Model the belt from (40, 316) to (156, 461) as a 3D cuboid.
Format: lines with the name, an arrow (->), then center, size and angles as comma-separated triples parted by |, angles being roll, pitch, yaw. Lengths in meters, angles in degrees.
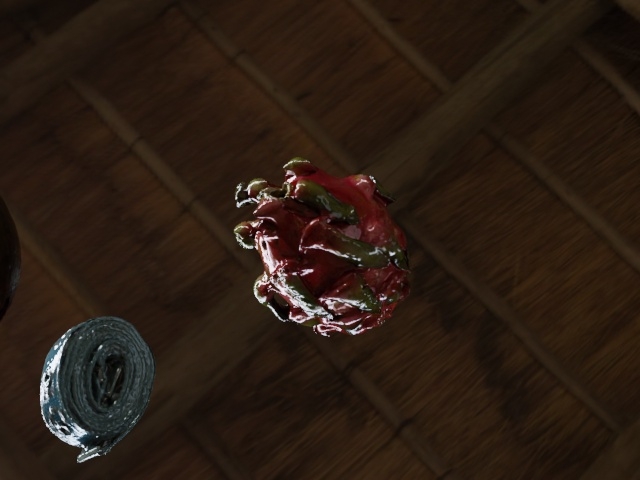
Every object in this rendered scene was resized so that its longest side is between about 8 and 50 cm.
belt -> -0.294, 0.185, 1.434 | 0.147, 0.163, 0.082 | 51, -44, -7

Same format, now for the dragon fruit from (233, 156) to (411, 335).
dragon fruit -> 0.000, 0.000, 1.061 | 0.166, 0.160, 0.172 | 29, -23, 49

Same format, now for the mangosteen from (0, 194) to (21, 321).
mangosteen -> -0.459, 0.004, 1.158 | 0.288, 0.288, 0.288 | 7, -74, 27
